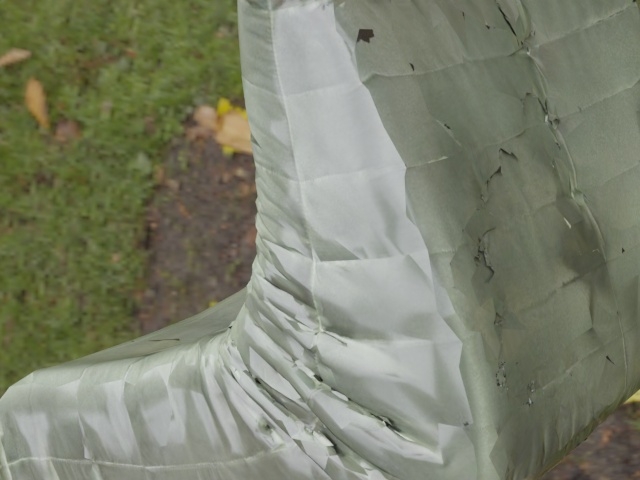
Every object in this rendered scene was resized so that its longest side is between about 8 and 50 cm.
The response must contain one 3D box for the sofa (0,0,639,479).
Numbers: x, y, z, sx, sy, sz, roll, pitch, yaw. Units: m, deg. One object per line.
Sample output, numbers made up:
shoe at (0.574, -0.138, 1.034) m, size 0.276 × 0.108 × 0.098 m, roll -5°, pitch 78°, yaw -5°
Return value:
sofa at (0.000, 0.000, 0.514) m, size 0.225 × 0.210 × 0.176 m, roll -18°, pitch 95°, yaw 42°
